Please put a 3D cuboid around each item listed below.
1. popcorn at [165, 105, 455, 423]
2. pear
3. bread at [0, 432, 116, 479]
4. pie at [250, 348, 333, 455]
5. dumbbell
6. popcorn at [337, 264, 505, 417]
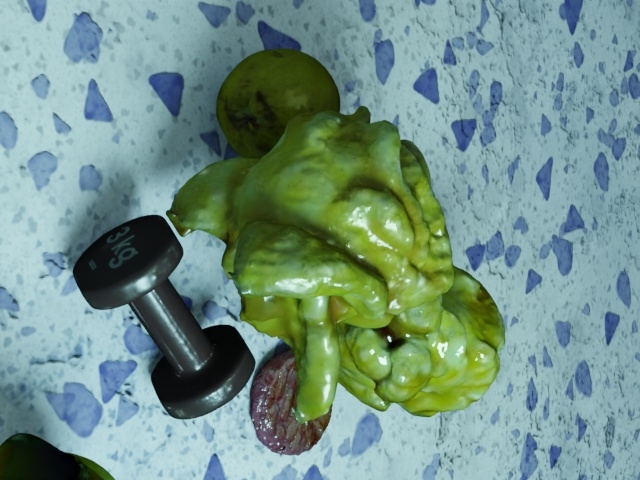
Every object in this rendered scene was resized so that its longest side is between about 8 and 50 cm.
[{"bbox_3d":[0.009,0.007,1.339,0.321,0.290,0.326,60,16,11],"label":"popcorn"},{"bbox_3d":[-0.052,-0.168,1.483,0.162,0.149,0.149,-20,106,-45],"label":"pear"},{"bbox_3d":[-0.319,0.375,1.139,0.208,0.251,0.376,31,66,-13],"label":"bread"},{"bbox_3d":[-0.037,0.220,1.600,0.154,0.036,0.154,-5,96,-48],"label":"pie"},{"bbox_3d":[-0.179,0.090,1.363,0.124,0.140,0.225,-32,121,-5],"label":"dumbbell"},{"bbox_3d":[0.112,0.120,1.596,0.276,0.276,0.225,17,62,-46],"label":"popcorn"}]
